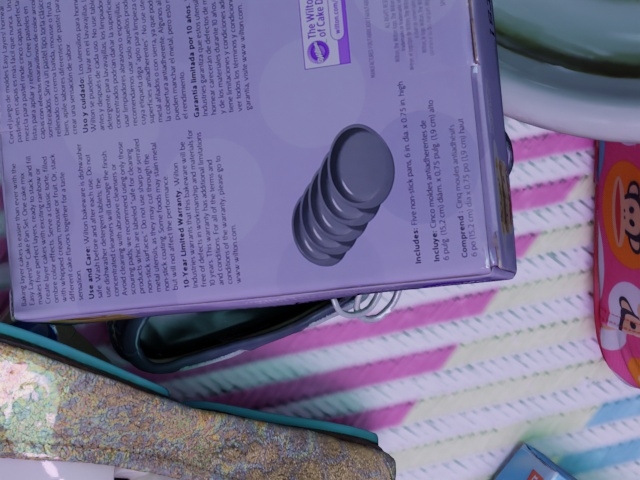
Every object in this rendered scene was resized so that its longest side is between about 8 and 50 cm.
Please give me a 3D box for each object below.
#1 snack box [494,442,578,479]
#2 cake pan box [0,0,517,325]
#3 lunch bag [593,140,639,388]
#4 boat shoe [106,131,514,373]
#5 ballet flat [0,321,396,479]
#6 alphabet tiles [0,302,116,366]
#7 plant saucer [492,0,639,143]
[{"bbox_3d":[0.195,0.289,1.134,0.322,0.060,0.187,36,92,-21],"label":"snack box"},{"bbox_3d":[-0.040,-0.099,0.867,0.246,0.070,0.266,-8,85,15],"label":"cake pan box"},{"bbox_3d":[0.292,-0.047,1.048,0.258,0.120,0.293,-9,104,-18],"label":"lunch bag"},{"bbox_3d":[0.000,0.000,0.993,0.255,0.079,0.095,-22,109,-9],"label":"boat shoe"},{"bbox_3d":[-0.098,0.125,0.935,0.349,0.123,0.123,21,98,-38],"label":"ballet flat"},{"bbox_3d":[-0.153,0.147,0.964,0.237,0.009,0.198,45,53,-21],"label":"alphabet tiles"},{"bbox_3d":[0.181,-0.237,0.908,0.401,0.100,0.400,-3,81,17],"label":"plant saucer"}]
